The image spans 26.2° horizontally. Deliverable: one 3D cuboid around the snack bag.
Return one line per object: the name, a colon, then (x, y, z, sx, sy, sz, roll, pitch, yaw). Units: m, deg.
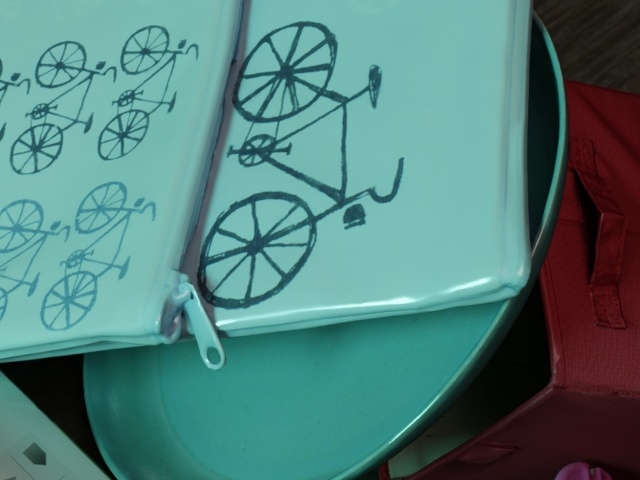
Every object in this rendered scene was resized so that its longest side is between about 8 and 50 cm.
snack bag: (-0.051, -0.083, 0.692, 0.343, 0.037, 0.323, -7, 54, 23)

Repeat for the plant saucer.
plant saucer: (0.000, 0.000, 0.713, 0.044, 0.318, 0.317, 37, 51, -37)

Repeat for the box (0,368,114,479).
box: (-0.237, 0.147, 0.670, 0.322, 0.058, 0.232, 45, 58, 4)

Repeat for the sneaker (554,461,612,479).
sneaker: (0.175, 0.232, 0.762, 0.252, 0.111, 0.103, 44, 26, -17)

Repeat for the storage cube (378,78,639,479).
storage cube: (0.153, 0.040, 0.783, 0.193, 0.215, 0.183, 9, 61, -23)
